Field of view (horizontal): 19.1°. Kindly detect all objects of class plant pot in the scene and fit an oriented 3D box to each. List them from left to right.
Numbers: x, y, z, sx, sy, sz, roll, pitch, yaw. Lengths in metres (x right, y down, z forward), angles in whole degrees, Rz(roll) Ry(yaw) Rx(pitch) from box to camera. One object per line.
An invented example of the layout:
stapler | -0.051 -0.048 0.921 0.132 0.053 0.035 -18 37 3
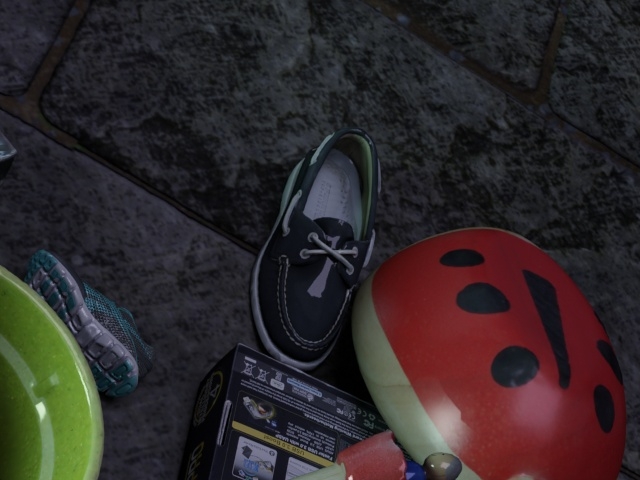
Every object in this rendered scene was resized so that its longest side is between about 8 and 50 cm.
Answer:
plant pot | -0.357 0.177 1.528 0.276 0.254 0.276 23 47 -28

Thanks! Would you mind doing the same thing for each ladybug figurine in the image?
ladybug figurine | 0.187 0.125 1.939 0.305 0.162 0.449 25 24 -20

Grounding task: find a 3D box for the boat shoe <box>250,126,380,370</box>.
boat shoe | 0.000 0.000 2.041 0.114 0.091 0.303 23 47 -20

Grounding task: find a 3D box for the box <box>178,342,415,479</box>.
box | 0.046 0.314 1.835 0.395 0.097 0.318 26 45 -18

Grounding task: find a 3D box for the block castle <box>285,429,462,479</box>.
block castle | 0.089 0.346 1.480 0.212 0.453 0.303 -17 100 -8

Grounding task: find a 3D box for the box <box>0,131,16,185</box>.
box | -0.409 0.031 1.574 0.242 0.307 0.076 -25 68 -45

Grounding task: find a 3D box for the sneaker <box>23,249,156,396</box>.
sneaker | -0.223 0.077 1.859 0.166 0.065 0.076 54 28 6
